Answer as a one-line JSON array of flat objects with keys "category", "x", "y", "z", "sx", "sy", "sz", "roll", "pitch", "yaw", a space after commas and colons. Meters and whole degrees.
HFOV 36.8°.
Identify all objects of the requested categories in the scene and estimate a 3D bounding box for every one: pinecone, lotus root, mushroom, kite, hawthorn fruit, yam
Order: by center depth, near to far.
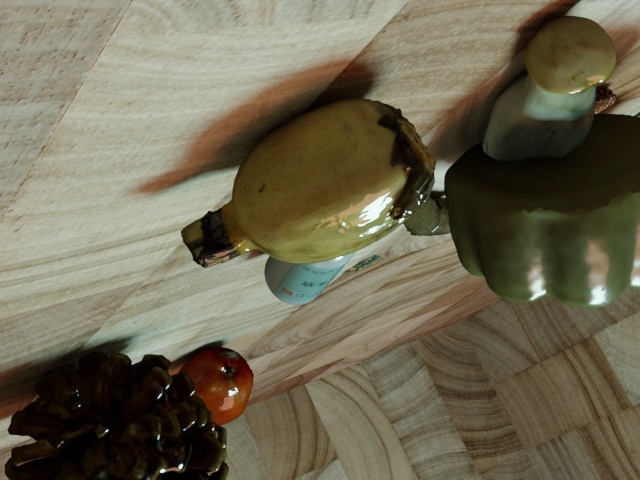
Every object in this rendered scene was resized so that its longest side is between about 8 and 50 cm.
[{"category": "lotus root", "x": -0.018, "y": -0.053, "z": 1.140, "sx": 0.310, "sy": 0.182, "sz": 0.183, "roll": -27, "pitch": 167, "yaw": 11}, {"category": "mushroom", "x": 0.314, "y": -0.194, "z": 1.328, "sx": 0.159, "sy": 0.122, "sz": 0.328, "roll": -35, "pitch": 167, "yaw": -2}, {"category": "pinecone", "x": -0.379, "y": 0.380, "z": 1.729, "sx": 0.398, "sy": 0.397, "sz": 0.398, "roll": -25, "pitch": 167, "yaw": -6}, {"category": "yam", "x": 0.214, "y": -0.045, "z": 1.821, "sx": 0.084, "sy": 0.084, "sz": 0.127, "roll": -32, "pitch": 163, "yaw": 25}, {"category": "kite", "x": 0.104, "y": 0.051, "z": 2.153, "sx": 0.122, "sy": 0.004, "sz": 0.090, "roll": -17, "pitch": 163, "yaw": -36}, {"category": "hawthorn fruit", "x": -0.235, "y": 0.331, "z": 2.226, "sx": 0.185, "sy": 0.185, "sz": 0.202, "roll": -17, "pitch": 160, "yaw": -36}]

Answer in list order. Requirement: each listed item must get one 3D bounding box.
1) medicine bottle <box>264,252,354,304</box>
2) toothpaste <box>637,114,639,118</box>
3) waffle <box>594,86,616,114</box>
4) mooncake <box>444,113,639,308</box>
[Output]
[{"category": "medicine bottle", "x": 0.000, "y": 0.000, "z": 1.507, "sx": 0.110, "sy": 0.110, "sz": 0.352, "roll": -21, "pitch": 166, "yaw": -23}, {"category": "toothpaste", "x": 0.717, "y": -0.282, "z": 1.950, "sx": 0.194, "sy": 0.043, "sz": 0.067, "roll": -41, "pitch": 160, "yaw": 32}, {"category": "waffle", "x": 0.471, "y": -0.236, "z": 1.668, "sx": 0.083, "sy": 0.029, "sz": 0.075, "roll": -30, "pitch": 164, "yaw": 32}, {"category": "mooncake", "x": 0.389, "y": -0.050, "z": 1.519, "sx": 0.378, "sy": 0.200, "sz": 0.378, "roll": -11, "pitch": -156, "yaw": 5}]
